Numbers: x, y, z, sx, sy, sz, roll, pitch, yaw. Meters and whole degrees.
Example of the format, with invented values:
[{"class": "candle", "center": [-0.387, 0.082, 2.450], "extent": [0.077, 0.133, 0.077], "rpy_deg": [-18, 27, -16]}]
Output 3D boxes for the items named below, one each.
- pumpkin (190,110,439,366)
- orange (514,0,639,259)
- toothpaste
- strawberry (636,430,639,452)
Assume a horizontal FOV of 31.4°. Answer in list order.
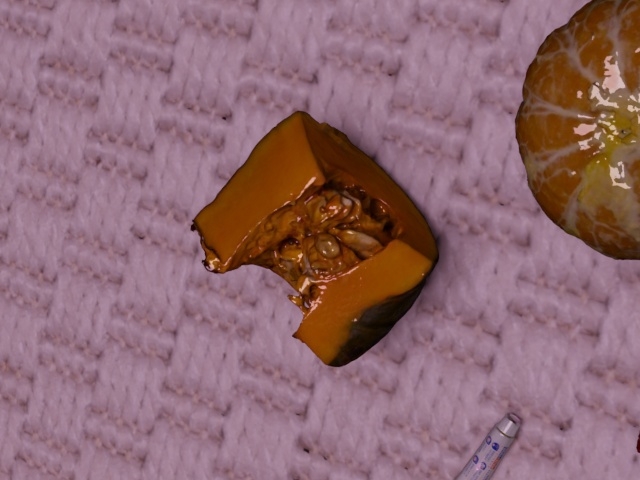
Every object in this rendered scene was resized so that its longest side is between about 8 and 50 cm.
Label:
[{"class": "pumpkin", "center": [0.000, 0.000, 1.539], "extent": [0.303, 0.256, 0.225], "rpy_deg": [44, 107, -7]}, {"class": "orange", "center": [0.392, -0.137, 1.340], "extent": [0.329, 0.249, 0.329], "rpy_deg": [-1, 87, 28]}, {"class": "toothpaste", "center": [0.209, 0.328, 1.570], "extent": [0.052, 0.033, 0.218], "rpy_deg": [39, 111, 24]}, {"class": "strawberry", "center": [0.508, 0.273, 1.315], "extent": [0.274, 0.220, 0.274], "rpy_deg": [2, 96, 23]}]
